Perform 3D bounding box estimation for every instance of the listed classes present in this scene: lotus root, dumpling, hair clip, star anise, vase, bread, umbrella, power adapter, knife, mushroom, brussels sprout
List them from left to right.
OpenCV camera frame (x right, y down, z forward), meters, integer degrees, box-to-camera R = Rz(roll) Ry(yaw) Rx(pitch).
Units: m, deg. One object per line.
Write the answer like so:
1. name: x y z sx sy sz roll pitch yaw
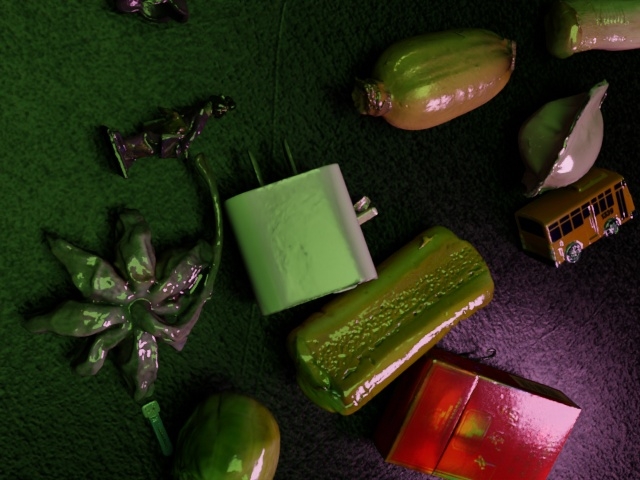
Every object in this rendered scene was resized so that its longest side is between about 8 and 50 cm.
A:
1. star anise: -0.274 0.069 1.420 0.316 0.139 0.359 -12 102 -28
2. knife: -0.253 0.297 1.527 0.027 0.010 0.096 -24 106 -18
3. vase: -0.224 -0.443 1.399 0.116 0.115 0.237 10 88 -24
4. brussels sprout: -0.140 0.339 1.477 0.161 0.223 0.223 11 93 -18
5. power adapter: -0.042 -0.029 1.486 0.187 0.124 0.255 -18 88 -7
6. hair clip: -0.003 -0.003 1.576 0.214 0.056 0.062 -36 122 -6
7. bread: 0.113 0.130 1.603 0.384 0.112 0.166 -36 81 -19
8. umbrella: 0.185 0.226 1.696 0.269 0.044 0.044 -9 138 -15
9. lotus root: 0.185 -0.264 1.576 0.303 0.131 0.146 -20 81 -20
10. dumpling: 0.423 -0.185 1.671 0.142 0.172 0.247 33 78 5
11. mushroom: 0.551 -0.402 1.737 0.351 0.095 0.122 -18 86 -22

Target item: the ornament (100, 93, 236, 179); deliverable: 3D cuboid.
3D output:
1. ornament: -0.222 -0.164 1.445 0.203 0.081 0.088 -27 108 -20

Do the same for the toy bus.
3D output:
1. toy bus: 0.453 -0.049 1.730 0.201 0.098 0.114 -30 117 -17

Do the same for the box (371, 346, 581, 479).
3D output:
1. box: 0.270 0.319 1.683 0.313 0.089 0.197 20 101 -20
